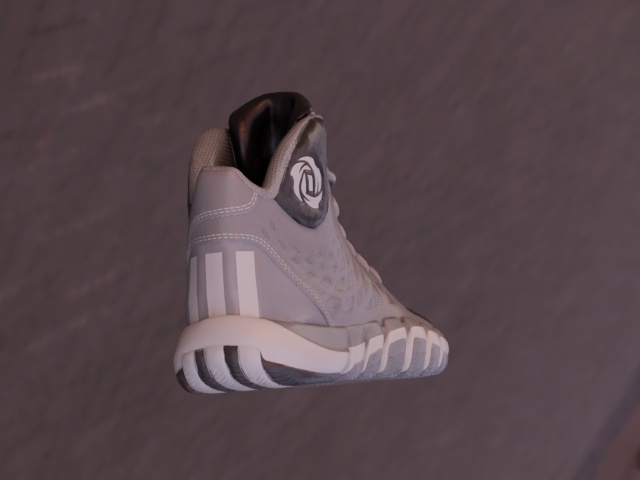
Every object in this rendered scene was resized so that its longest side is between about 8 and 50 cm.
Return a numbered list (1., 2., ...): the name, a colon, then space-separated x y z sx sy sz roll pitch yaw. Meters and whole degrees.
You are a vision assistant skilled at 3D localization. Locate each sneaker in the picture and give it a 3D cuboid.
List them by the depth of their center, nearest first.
1. sneaker: 0.000 0.000 0.897 0.229 0.086 0.132 8 76 -72
